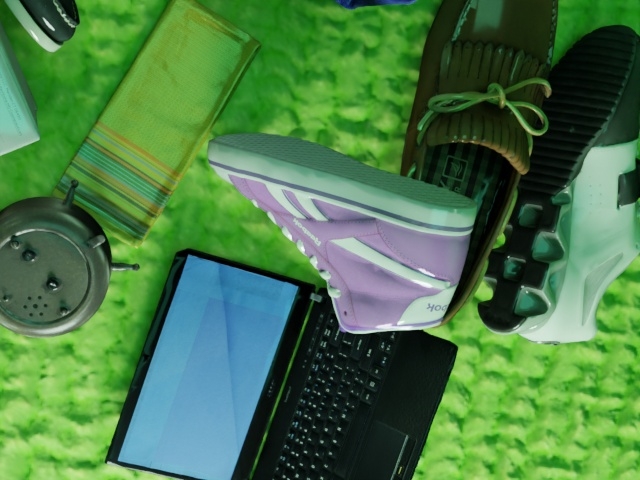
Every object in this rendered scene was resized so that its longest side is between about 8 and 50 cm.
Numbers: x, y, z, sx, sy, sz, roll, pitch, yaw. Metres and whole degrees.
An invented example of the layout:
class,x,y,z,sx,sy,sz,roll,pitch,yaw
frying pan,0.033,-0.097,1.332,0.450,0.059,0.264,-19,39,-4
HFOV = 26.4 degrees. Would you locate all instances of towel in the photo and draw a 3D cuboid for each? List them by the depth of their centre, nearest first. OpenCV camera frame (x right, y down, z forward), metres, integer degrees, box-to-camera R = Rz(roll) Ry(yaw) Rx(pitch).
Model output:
class,x,y,z,sx,sy,sz,roll,pitch,yaw
towel,-0.158,-0.116,1.323,0.102,0.021,0.237,31,92,-17

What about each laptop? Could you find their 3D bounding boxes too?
class,x,y,z,sx,sy,sz,roll,pitch,yaw
laptop,-0.039,0.162,1.335,0.264,0.136,0.234,23,97,29

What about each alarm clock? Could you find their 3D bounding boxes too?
class,x,y,z,sx,sy,sz,roll,pitch,yaw
alarm clock,-0.281,0.038,1.298,0.192,0.064,0.129,-33,107,8

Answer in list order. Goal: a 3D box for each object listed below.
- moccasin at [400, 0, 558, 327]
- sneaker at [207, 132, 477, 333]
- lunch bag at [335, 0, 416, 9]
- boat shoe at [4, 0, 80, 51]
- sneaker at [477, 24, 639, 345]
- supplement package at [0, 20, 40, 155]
class,x,y,z,sx,sy,sz,roll,pitch,yaw
moccasin,0.146,-0.101,1.328,0.139,0.147,0.380,21,95,-15
sneaker,0.000,0.000,1.285,0.282,0.102,0.161,23,112,28
lunch bag,0.017,-0.370,1.129,0.238,0.385,0.328,11,98,-15
boat shoe,-0.274,-0.340,1.203,0.113,0.127,0.340,-23,95,4
sneaker,0.275,-0.051,1.395,0.146,0.122,0.331,16,95,-33
supplement package,-0.341,-0.165,1.147,0.145,0.262,0.204,-23,104,-8
